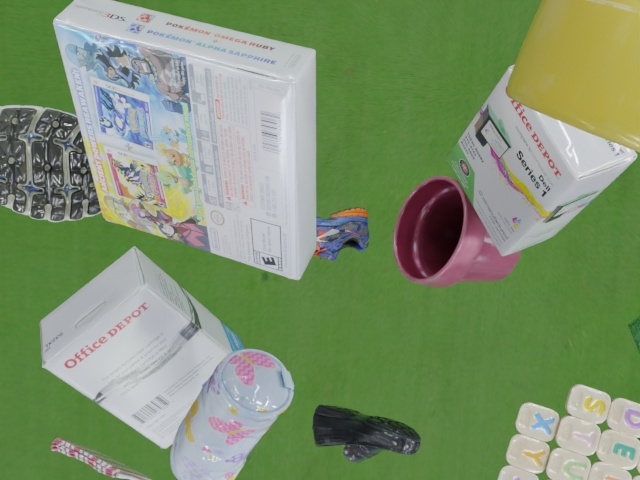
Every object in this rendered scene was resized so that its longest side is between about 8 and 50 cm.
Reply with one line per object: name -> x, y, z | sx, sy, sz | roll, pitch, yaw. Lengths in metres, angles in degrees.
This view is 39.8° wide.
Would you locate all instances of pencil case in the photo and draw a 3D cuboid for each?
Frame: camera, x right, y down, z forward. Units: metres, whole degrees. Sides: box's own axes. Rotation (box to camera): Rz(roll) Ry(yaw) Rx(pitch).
pencil case -> -0.136, 0.275, 1.320 | 0.124, 0.113, 0.273 | 15, 136, -15

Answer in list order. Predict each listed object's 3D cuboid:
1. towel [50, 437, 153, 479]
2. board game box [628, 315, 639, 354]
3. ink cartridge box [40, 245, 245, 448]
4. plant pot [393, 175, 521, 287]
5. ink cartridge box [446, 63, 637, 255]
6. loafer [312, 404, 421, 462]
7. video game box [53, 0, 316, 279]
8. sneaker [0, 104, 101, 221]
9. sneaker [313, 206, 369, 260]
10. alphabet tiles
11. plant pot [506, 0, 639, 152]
towel -> -0.447, 0.466, 1.830 | 0.197, 0.144, 0.029 | 17, 75, 30
board game box -> 0.659, 0.208, 1.631 | 0.030, 0.259, 0.136 | 27, 124, -19
ink cartridge box -> -0.300, 0.193, 1.550 | 0.223, 0.129, 0.307 | -38, 127, 6
plant pot -> 0.265, -0.003, 1.640 | 0.180, 0.201, 0.201 | 14, 105, -33
ink cartridge box -> 0.330, -0.129, 1.369 | 0.117, 0.278, 0.201 | -20, 72, -20
loafer -> 0.069, 0.313, 1.395 | 0.223, 0.076, 0.078 | 1, 81, 50
video game box -> -0.095, -0.073, 0.678 | 0.187, 0.048, 0.205 | 15, 139, 13
sneaker -> -0.276, -0.094, 1.065 | 0.330, 0.147, 0.129 | 7, 101, -34
sneaker -> 0.000, 0.000, 1.680 | 0.221, 0.083, 0.087 | -15, 80, -18
alphabet tiles -> 0.451, 0.395, 1.490 | 0.278, 0.021, 0.284 | 19, 83, 8
plant pot -> 0.281, -0.161, 0.564 | 0.254, 0.254, 0.238 | 22, 104, 5
